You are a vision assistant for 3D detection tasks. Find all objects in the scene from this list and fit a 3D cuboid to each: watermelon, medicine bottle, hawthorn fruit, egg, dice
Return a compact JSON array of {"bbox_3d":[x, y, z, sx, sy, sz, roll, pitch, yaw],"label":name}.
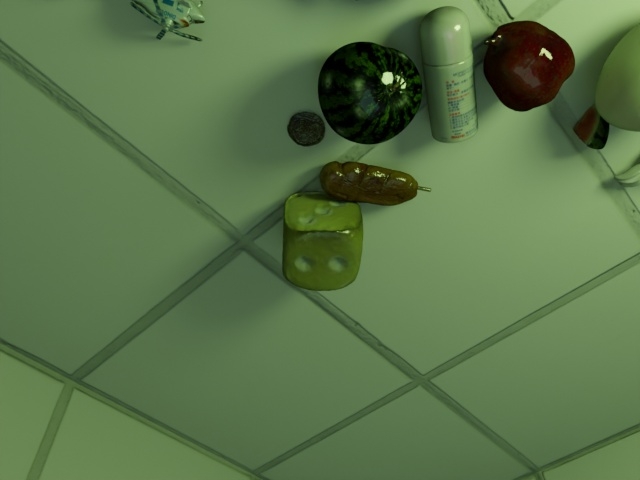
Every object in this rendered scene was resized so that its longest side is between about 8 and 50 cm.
[{"bbox_3d":[0.771,-0.315,1.583,0.094,0.135,0.125,12,140,35],"label":"watermelon"},{"bbox_3d":[0.335,-0.432,1.440,0.130,0.130,0.341,-13,128,6],"label":"medicine bottle"},{"bbox_3d":[0.503,-0.449,1.388,0.248,0.208,0.208,26,122,-31],"label":"hawthorn fruit"},{"bbox_3d":[0.868,-0.420,1.386,0.283,0.283,0.345,33,125,-24],"label":"egg"},{"bbox_3d":[0.121,-0.373,1.406,0.268,0.269,0.269,-1,127,-2],"label":"watermelon"},{"bbox_3d":[0.000,0.000,1.684,0.233,0.238,0.227,3,126,-4],"label":"dice"}]

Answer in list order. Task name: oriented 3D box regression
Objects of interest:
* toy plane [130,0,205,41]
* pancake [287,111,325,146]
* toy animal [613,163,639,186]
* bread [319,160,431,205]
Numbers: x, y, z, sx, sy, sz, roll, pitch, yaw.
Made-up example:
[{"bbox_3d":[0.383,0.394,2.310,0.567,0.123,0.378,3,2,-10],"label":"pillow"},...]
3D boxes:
[{"bbox_3d":[-0.417,-0.576,1.337,0.273,0.107,0.182,17,170,7],"label":"toy plane"},{"bbox_3d":[-0.041,-0.317,1.582,0.114,0.011,0.115,-1,127,-2],"label":"pancake"},{"bbox_3d":[1.004,-0.219,1.643,0.103,0.131,0.221,-13,145,-50],"label":"toy animal"},{"bbox_3d":[0.165,-0.173,1.660,0.344,0.084,0.124,6,134,-8],"label":"bread"}]
